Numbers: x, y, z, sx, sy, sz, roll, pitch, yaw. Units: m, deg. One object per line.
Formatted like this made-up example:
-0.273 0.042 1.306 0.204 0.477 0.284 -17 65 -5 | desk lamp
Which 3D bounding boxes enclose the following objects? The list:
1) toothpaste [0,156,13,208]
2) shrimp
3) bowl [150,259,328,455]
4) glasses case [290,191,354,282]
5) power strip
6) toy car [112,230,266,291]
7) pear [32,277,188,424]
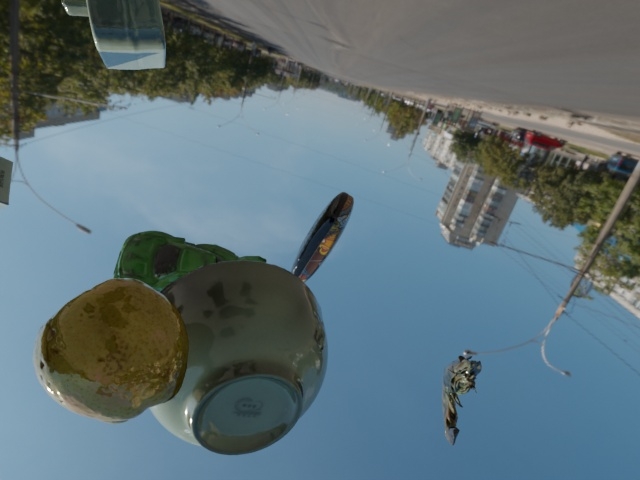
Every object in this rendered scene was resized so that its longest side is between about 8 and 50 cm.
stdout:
-0.634 -0.048 0.673 0.336 0.081 0.067 -19 157 21 | toothpaste
0.281 0.325 0.853 0.058 0.296 0.169 2 -117 9 | shrimp
-0.136 0.228 0.714 0.354 0.354 0.185 8 -157 -23 | bowl
0.000 0.000 1.153 0.082 0.321 0.122 28 -140 -5 | glasses case
-0.288 -0.351 0.557 0.141 0.229 0.261 -9 -166 -19 | power strip
-0.343 0.090 1.109 0.358 0.176 0.213 22 -126 -28 | toy car
-0.249 0.139 0.517 0.178 0.178 0.178 15 -160 -6 | pear
